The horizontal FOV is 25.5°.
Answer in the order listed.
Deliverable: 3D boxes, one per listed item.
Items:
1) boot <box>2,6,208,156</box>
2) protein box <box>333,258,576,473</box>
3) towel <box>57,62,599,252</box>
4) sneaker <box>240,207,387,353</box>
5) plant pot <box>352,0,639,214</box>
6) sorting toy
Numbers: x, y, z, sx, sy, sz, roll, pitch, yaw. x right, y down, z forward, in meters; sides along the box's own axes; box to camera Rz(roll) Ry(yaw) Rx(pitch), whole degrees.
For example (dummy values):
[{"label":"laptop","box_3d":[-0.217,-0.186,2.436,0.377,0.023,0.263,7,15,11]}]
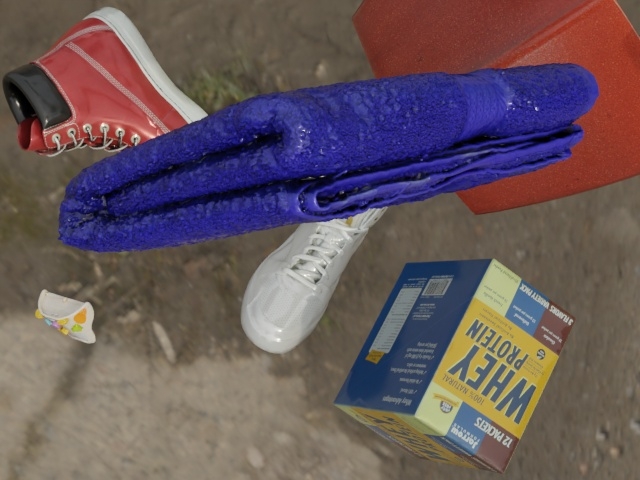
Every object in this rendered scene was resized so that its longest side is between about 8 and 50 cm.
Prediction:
[{"label":"boot","box_3d":[-0.207,-0.097,1.440,0.244,0.088,0.176,51,53,-8]},{"label":"protein box","box_3d":[0.152,0.142,1.646,0.136,0.200,0.201,34,73,-21]},{"label":"towel","box_3d":[0.013,-0.045,0.907,0.227,0.308,0.076,-18,86,43]},{"label":"sneaker","box_3d":[0.000,0.000,1.800,0.108,0.169,0.292,30,46,2]},{"label":"plant pot","box_3d":[0.190,-0.184,1.418,0.236,0.267,0.267,-33,46,15]},{"label":"sorting toy","box_3d":[-0.338,0.111,1.909,0.083,0.075,0.045,13,59,34]}]
